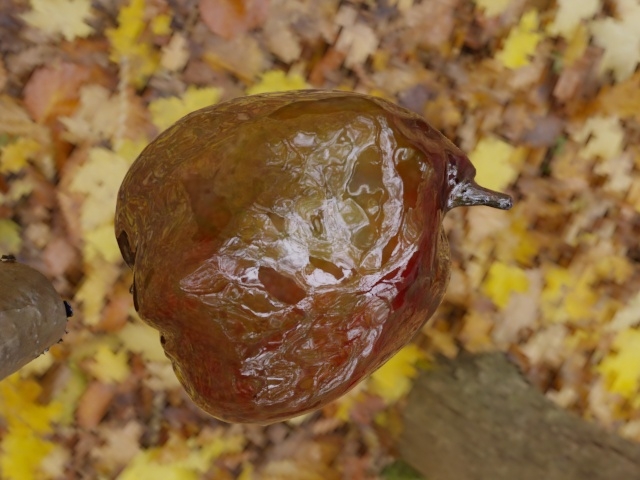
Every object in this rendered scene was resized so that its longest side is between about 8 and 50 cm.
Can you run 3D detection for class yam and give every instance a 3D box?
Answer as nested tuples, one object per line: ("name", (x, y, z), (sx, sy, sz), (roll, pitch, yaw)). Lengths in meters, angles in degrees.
("yam", (-0.252, 0.070, 1.234), (0.127, 0.084, 0.084), (-40, 137, -50))

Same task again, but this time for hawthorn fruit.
("hawthorn fruit", (0.000, 0.000, 1.076), (0.248, 0.208, 0.208), (-20, 130, 2))
